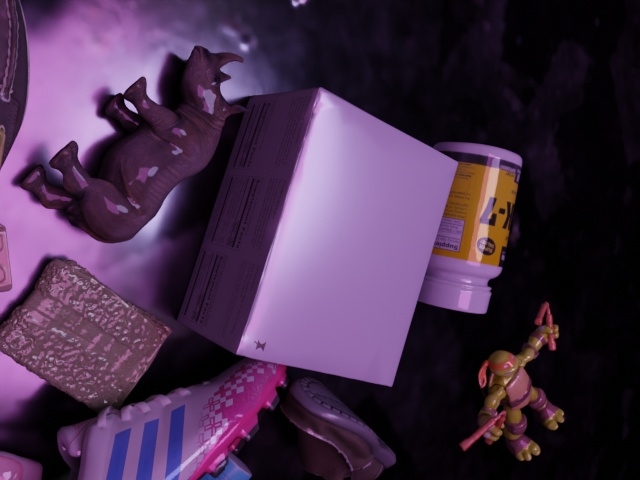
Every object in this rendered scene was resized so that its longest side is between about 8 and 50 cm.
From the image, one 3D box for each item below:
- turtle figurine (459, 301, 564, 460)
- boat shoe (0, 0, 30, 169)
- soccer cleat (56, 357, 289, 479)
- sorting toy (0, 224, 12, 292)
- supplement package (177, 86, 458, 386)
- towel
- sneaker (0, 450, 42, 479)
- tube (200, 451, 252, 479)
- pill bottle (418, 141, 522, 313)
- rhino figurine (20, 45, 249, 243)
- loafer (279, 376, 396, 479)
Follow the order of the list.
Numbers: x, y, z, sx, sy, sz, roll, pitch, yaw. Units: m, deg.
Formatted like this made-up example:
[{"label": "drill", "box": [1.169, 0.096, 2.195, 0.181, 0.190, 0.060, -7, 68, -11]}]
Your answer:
[{"label": "turtle figurine", "box": [0.287, 0.238, 0.963, 0.269, 0.087, 0.217, -51, 129, -28]}, {"label": "boat shoe", "box": [-0.299, -0.080, 0.498, 0.109, 0.091, 0.305, 17, 83, -28]}, {"label": "soccer cleat", "box": [-0.159, 0.191, 0.615, 0.143, 0.116, 0.331, 40, 43, 6]}, {"label": "sorting toy", "box": [-0.317, 0.020, 0.555, 0.083, 0.012, 0.062, -7, 98, -34]}, {"label": "supplement package", "box": [0.000, 0.000, 0.692, 0.204, 0.145, 0.261, 20, 86, -35]}, {"label": "towel", "box": [-0.228, 0.095, 0.620, 0.148, 0.027, 0.110, 43, 73, -32]}, {"label": "sneaker", "box": [-0.296, 0.261, 0.581, 0.070, 0.051, 0.134, 22, 80, -30]}, {"label": "tube", "box": [-0.162, 0.319, 0.689, 0.207, 0.052, 0.080, -48, 117, -13]}, {"label": "pill bottle", "box": [0.187, -0.016, 0.836, 0.119, 0.119, 0.208, 9, 92, -35]}, {"label": "rhino figurine", "box": [-0.156, -0.100, 0.614, 0.243, 0.073, 0.106, -50, 117, -20]}, {"label": "loafer", "box": [0.017, 0.242, 0.745, 0.087, 0.094, 0.251, -46, 139, -9]}]
